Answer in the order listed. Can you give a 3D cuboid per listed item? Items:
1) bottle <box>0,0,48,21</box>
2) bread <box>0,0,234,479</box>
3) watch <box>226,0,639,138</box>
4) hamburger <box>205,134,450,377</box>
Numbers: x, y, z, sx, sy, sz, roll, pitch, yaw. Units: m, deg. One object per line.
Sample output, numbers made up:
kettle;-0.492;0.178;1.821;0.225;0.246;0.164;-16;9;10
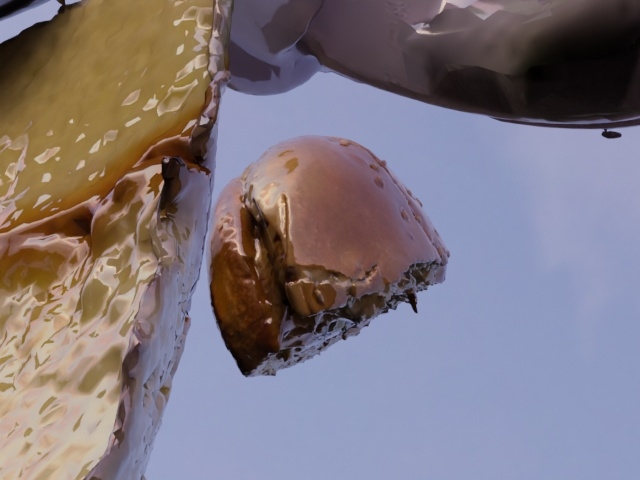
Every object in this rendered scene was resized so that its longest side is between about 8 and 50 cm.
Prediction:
bottle;-0.146;-0.187;0.577;0.082;0.072;0.244;-20;-100;21
bread;-0.106;0.010;0.490;0.135;0.240;0.178;19;-48;-11
watch;0.062;-0.136;0.646;0.231;0.196;0.244;3;-18;38
hamburger;0.000;0.000;1.290;0.144;0.283;0.156;-24;-95;14
